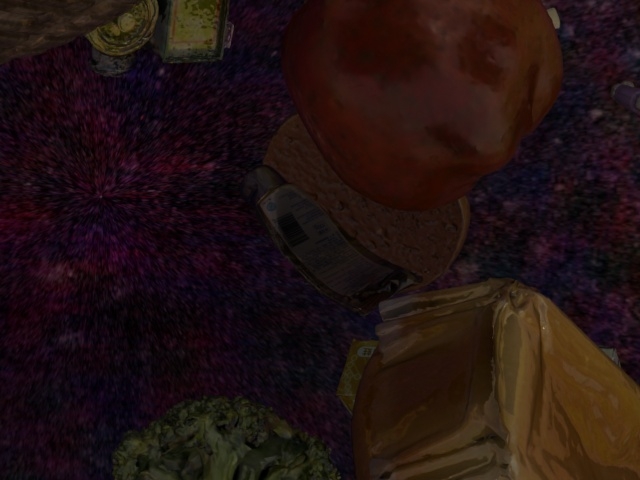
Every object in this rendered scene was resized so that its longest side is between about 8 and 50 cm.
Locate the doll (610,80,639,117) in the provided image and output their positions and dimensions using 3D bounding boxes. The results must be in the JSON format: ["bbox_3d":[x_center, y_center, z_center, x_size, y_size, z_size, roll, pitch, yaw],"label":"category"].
[{"bbox_3d":[0.330,-0.097,0.866,0.102,0.227,0.075,15,106,-16],"label":"doll"}]

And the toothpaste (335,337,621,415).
[{"bbox_3d":[0.176,0.164,1.121,0.071,0.312,0.089,60,39,-43],"label":"toothpaste"}]

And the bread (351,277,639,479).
[{"bbox_3d":[0.118,0.131,0.510,0.241,0.107,0.136,39,40,-31],"label":"bread"}]

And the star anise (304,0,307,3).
[{"bbox_3d":[0.002,-0.374,1.259,0.093,0.229,0.236,-24,84,-43],"label":"star anise"}]

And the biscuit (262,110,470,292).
[{"bbox_3d":[0.086,-0.091,1.765,0.394,0.070,0.350,42,122,5],"label":"biscuit"}]

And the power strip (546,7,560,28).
[{"bbox_3d":[0.251,-0.276,1.349,0.192,0.081,0.035,-27,96,-44],"label":"power strip"}]

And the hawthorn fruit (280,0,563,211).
[{"bbox_3d":[0.063,-0.116,0.662,0.189,0.189,0.189,-1,93,-12],"label":"hawthorn fruit"}]

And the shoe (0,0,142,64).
[{"bbox_3d":[-0.086,-0.213,0.403,0.351,0.172,0.198,-23,93,8],"label":"shoe"}]

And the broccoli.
[{"bbox_3d":[-0.109,0.328,1.232,0.288,0.235,0.260,-11,61,22],"label":"broccoli"}]

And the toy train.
[{"bbox_3d":[-0.181,-0.299,1.012,0.177,0.134,0.261,-11,125,-36],"label":"toy train"}]

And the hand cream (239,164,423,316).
[{"bbox_3d":[0.000,0.000,0.736,0.062,0.163,0.039,-24,140,-33],"label":"hand cream"}]
